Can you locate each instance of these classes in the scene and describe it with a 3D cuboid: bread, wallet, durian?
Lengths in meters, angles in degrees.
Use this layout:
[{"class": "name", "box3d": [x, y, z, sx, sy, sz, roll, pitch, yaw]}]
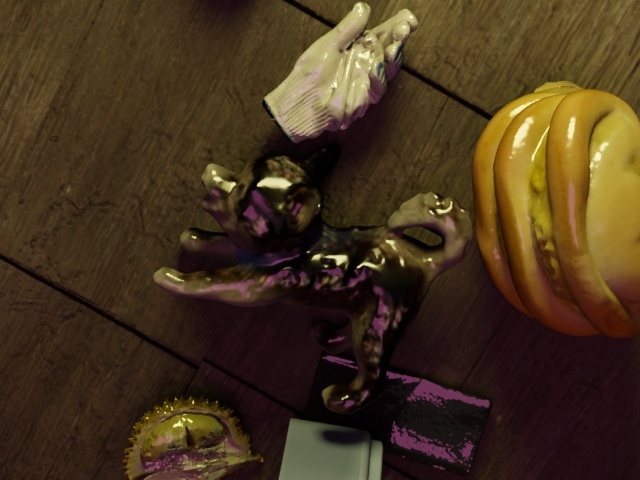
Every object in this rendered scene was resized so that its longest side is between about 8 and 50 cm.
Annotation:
[{"class": "bread", "box3d": [0.298, -0.025, 1.620, 0.211, 0.270, 0.315, -17, 105, -1]}, {"class": "wallet", "box3d": [0.105, 0.236, 1.856, 0.244, 0.025, 0.124, 16, 109, 3]}, {"class": "durian", "box3d": [-0.169, 0.276, 1.870, 0.208, 0.102, 0.146, 14, 112, -22]}]

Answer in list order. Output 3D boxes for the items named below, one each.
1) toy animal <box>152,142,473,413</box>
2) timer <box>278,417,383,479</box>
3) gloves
[{"class": "toy animal", "box3d": [0.000, 0.000, 1.715, 0.344, 0.194, 0.302, 35, 113, -8]}, {"class": "timer", "box3d": [-0.035, 0.451, 1.749, 0.173, 0.395, 0.395, 12, 108, 0]}, {"class": "gloves", "box3d": [0.029, -0.211, 1.690, 0.229, 0.097, 0.119, -34, 97, 22]}]
